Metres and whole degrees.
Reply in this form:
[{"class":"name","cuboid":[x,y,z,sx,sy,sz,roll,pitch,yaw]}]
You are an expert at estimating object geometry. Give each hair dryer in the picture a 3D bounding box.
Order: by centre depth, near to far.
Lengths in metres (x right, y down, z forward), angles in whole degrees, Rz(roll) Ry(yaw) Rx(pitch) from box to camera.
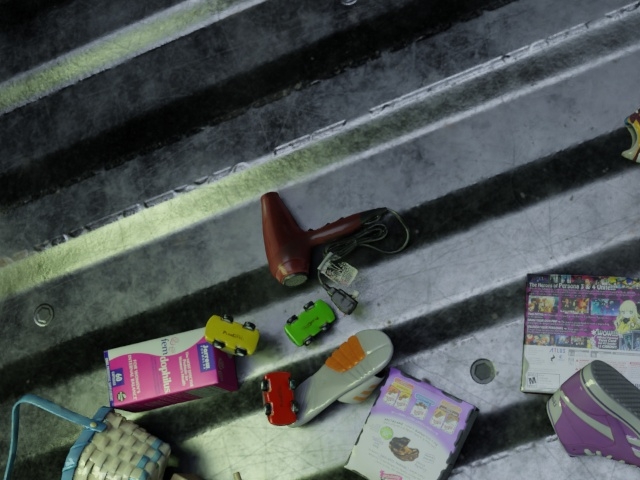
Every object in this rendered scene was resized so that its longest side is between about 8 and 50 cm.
[{"class":"hair dryer","cuboid":[0.000,0.000,1.940,0.293,0.080,0.224,30,68,17]}]

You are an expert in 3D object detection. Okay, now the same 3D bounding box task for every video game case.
[{"class":"video game case","cuboid":[0.465,0.165,1.766,0.232,0.042,0.210,1,78,16]}]

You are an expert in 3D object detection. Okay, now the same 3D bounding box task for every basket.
[{"class":"basket","cuboid":[-0.431,0.426,1.857,0.288,0.201,0.255,17,117,2]}]

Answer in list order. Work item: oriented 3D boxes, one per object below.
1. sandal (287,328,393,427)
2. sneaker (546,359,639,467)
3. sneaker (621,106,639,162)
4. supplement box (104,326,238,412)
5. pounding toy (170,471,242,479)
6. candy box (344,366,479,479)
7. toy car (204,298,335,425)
[{"class":"sandal","cuboid":[0.043,0.256,1.853,0.265,0.076,0.102,-40,38,25]},{"class":"sneaker","cuboid":[0.501,0.334,1.701,0.282,0.102,0.161,43,125,5]},{"class":"sneaker","cuboid":[0.582,-0.227,1.813,0.083,0.069,0.186,11,79,13]},{"class":"supplement box","cuboid":[-0.279,0.243,1.927,0.220,0.114,0.111,-14,72,11]},{"class":"pounding toy","cuboid":[-0.177,0.495,1.844,0.206,0.094,0.181,23,85,20]},{"class":"candy box","cuboid":[0.160,0.345,1.797,0.164,0.070,0.196,24,84,20]},{"class":"toy car","cuboid":[-0.069,0.193,1.881,0.225,0.053,0.239,-37,84,-23]}]
